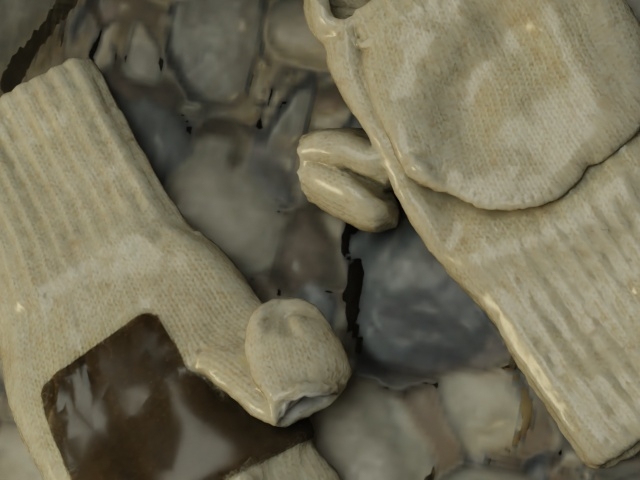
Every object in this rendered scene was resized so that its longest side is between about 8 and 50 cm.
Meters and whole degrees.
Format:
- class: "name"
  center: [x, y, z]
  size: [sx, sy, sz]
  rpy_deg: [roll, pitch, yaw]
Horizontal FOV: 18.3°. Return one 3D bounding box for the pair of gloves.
- class: "pair of gloves"
  center: [0.000, 0.000, 0.632]
  size: [0.240, 0.042, 0.204]
  rpy_deg: [-26, 73, 8]
